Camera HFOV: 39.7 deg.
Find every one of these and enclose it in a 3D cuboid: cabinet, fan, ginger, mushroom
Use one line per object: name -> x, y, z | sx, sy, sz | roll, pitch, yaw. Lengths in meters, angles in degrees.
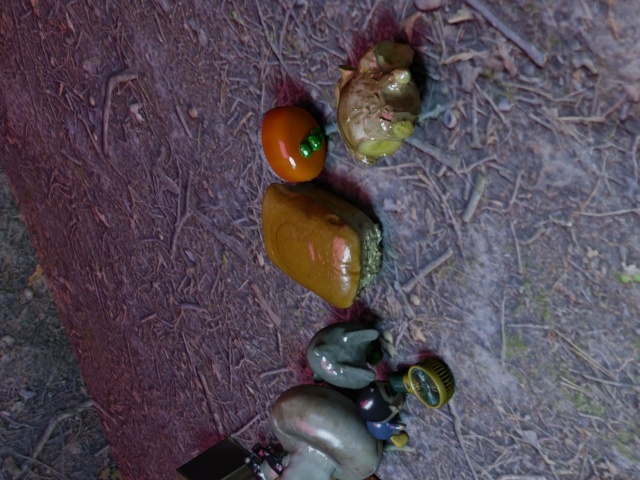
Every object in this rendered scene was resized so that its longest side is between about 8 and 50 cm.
cabinet -> -0.237, 0.657, 2.326 | 0.215, 0.174, 0.148 | 20, 130, 48
fan -> 0.169, 0.240, 1.512 | 0.155, 0.039, 0.082 | -12, 104, 60
ginger -> 0.082, -0.192, 1.245 | 0.216, 0.102, 0.157 | 146, 123, -64
mushroom -> -0.010, 0.406, 1.716 | 0.243, 0.243, 0.243 | 36, 141, 37

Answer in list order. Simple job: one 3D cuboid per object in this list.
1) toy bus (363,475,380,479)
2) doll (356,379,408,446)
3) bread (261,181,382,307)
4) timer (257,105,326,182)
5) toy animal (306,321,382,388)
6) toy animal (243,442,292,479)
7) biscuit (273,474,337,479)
toy bus -> 0.102, 0.568, 1.841 | 0.077, 0.079, 0.174 | 24, 134, 34
doll -> 0.116, 0.307, 1.613 | 0.102, 0.089, 0.179 | 37, 164, 37
bread -> 0.000, 0.000, 1.502 | 0.245, 0.121, 0.174 | 36, 142, 41
timer -> -0.038, -0.160, 1.461 | 0.136, 0.099, 0.136 | 27, 140, 26
toy animal -> 0.029, 0.215, 1.636 | 0.127, 0.125, 0.251 | 39, 162, -1
toy animal -> -0.097, 0.524, 2.091 | 0.121, 0.094, 0.225 | 51, 140, 1
biscuit -> -0.021, 0.612, 1.911 | 0.030, 0.160, 0.250 | 47, -153, -51
